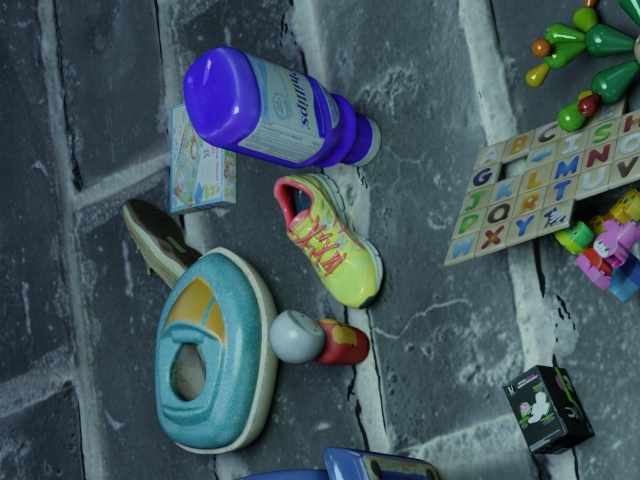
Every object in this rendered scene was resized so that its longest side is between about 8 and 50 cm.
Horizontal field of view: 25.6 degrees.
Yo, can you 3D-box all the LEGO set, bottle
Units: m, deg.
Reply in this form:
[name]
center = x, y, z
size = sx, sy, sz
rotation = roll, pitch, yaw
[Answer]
[LEGO set]
center = 0.304, -0.018, 1.498
size = 0.093, 0.087, 0.227
rotation = -48, 27, 11
[bottle]
center = -0.037, -0.146, 1.688
size = 0.092, 0.282, 0.118
rotation = -32, 62, 31

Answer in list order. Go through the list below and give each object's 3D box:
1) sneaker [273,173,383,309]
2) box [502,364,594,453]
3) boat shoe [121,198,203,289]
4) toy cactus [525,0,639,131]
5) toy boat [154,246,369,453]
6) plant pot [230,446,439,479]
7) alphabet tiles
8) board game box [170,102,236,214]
[sneaker]
center = 0.000, 0.000, 1.754
size = 0.081, 0.094, 0.208
rotation = -45, 58, 22
[box]
center = 0.247, 0.184, 1.533
size = 0.052, 0.062, 0.083
rotation = -36, 61, 31
[boat shoe]
center = -0.225, 0.019, 1.960
size = 0.190, 0.068, 0.072
rotation = 48, 123, 35
[toy cactus]
center = 0.326, -0.221, 1.528
size = 0.180, 0.112, 0.219
rotation = 16, 77, 30
[toy boat]
center = -0.098, 0.132, 1.774
size = 0.318, 0.148, 0.268
rotation = -9, 76, 39
[plant pot]
center = 0.031, 0.360, 1.577
size = 0.212, 0.236, 0.236
rotation = -29, 63, 24
[alphabet tiles]
center = 0.252, -0.072, 1.538
size = 0.237, 0.009, 0.198
rotation = -21, 32, 36
[board game box]
center = -0.163, -0.120, 1.957
size = 0.103, 0.026, 0.154
rotation = -10, 75, 38
